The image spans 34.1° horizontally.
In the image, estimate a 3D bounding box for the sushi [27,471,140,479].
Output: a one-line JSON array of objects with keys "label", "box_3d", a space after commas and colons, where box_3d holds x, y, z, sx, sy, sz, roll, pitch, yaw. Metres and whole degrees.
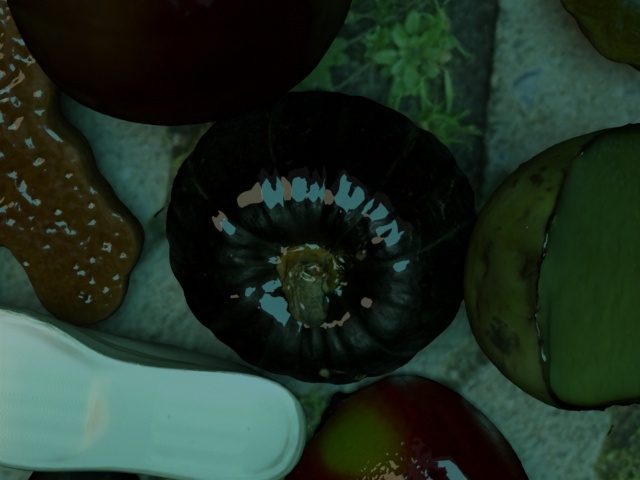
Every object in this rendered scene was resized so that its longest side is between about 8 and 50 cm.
[{"label": "sushi", "box_3d": [-0.109, 0.266, 0.694, 0.109, 0.134, 0.273, -40, 111, 15]}]

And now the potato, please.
[{"label": "potato", "box_3d": [0.169, 0.012, 0.644, 0.271, 0.111, 0.160, -5, 94, -44]}]

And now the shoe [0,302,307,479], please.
[{"label": "shoe", "box_3d": [-0.140, 0.101, 0.670, 0.265, 0.110, 0.095, 14, 87, 0]}]

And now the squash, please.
[{"label": "squash", "box_3d": [0.000, -0.003, 0.651, 0.193, 0.156, 0.193, 1, 92, 22]}]

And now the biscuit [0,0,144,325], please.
[{"label": "biscuit", "box_3d": [-0.252, -0.076, 0.659, 0.202, 0.047, 0.334, -23, 109, 2]}]

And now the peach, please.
[{"label": "peach", "box_3d": [0.071, 0.233, 0.714, 0.189, 0.068, 0.279, -22, 95, 1]}]

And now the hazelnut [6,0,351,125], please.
[{"label": "hazelnut", "box_3d": [-0.085, -0.175, 0.599, 0.229, 0.229, 0.230, 0, 94, -3]}]

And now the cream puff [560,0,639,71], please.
[{"label": "cream puff", "box_3d": [0.221, -0.185, 0.674, 0.146, 0.116, 0.146, 4, 117, 7]}]
